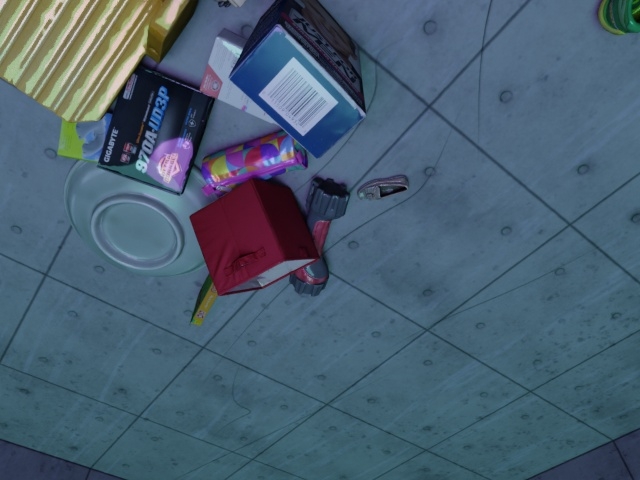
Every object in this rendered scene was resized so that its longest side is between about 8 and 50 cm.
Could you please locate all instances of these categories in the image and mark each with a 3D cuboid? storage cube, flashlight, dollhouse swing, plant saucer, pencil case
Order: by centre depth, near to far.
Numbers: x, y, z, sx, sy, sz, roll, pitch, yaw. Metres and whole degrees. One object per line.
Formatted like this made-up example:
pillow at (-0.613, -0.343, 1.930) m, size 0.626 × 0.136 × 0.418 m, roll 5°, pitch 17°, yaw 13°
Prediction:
dollhouse swing at (-0.424, -0.384, 0.721) m, size 0.346 × 0.315 × 0.305 m, roll 37°, pitch 85°, yaw -23°
pencil case at (-0.146, -0.169, 1.016) m, size 0.236 × 0.104 × 0.105 m, roll -18°, pitch 125°, yaw 13°
storage cube at (-0.143, -0.005, 1.036) m, size 0.183 × 0.215 × 0.193 m, roll -28°, pitch 78°, yaw 21°
plant saucer at (-0.432, -0.038, 1.121) m, size 0.399 × 0.101 × 0.401 m, roll 1°, pitch 127°, yaw 1°
flashlight at (0.000, 0.000, 1.143) m, size 0.103 × 0.103 × 0.304 m, roll -4°, pitch 131°, yaw -29°

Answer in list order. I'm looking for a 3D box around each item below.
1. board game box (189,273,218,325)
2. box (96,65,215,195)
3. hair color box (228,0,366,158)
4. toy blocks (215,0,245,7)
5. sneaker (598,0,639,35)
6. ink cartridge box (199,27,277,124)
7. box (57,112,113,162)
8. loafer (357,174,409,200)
board game box at (-0.282, 0.113, 1.216) m, size 0.039 × 0.124 × 0.259 m, roll 26°, pitch 124°, yaw -18°
box at (-0.335, -0.224, 0.949) m, size 0.175 × 0.051 × 0.221 m, roll 20°, pitch 98°, yaw -13°
hair color box at (-0.024, -0.298, 0.756) m, size 0.105 × 0.347 × 0.174 m, roll -37°, pitch 119°, yaw 26°
toy blocks at (-0.138, -0.542, 0.637) m, size 0.309 × 0.288 × 0.260 m, roll 34°, pitch 91°, yaw -42°
sneaker at (0.594, -0.476, 0.749) m, size 0.109 × 0.124 × 0.296 m, roll 16°, pitch 125°, yaw -10°
ink cartridge box at (-0.124, -0.317, 0.921) m, size 0.198 × 0.067 × 0.115 m, roll 23°, pitch 125°, yaw -13°
box at (-0.458, -0.218, 0.990) m, size 0.178 × 0.042 × 0.109 m, roll 9°, pitch 93°, yaw -5°
loafer at (0.146, -0.119, 1.083) m, size 0.125 × 0.039 × 0.045 m, roll -16°, pitch 126°, yaw 13°
